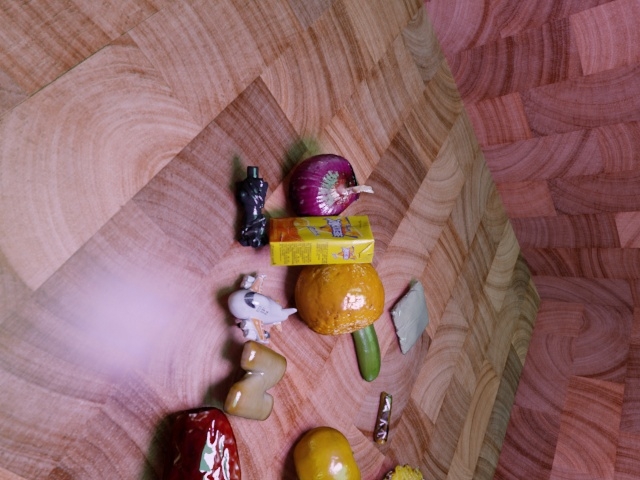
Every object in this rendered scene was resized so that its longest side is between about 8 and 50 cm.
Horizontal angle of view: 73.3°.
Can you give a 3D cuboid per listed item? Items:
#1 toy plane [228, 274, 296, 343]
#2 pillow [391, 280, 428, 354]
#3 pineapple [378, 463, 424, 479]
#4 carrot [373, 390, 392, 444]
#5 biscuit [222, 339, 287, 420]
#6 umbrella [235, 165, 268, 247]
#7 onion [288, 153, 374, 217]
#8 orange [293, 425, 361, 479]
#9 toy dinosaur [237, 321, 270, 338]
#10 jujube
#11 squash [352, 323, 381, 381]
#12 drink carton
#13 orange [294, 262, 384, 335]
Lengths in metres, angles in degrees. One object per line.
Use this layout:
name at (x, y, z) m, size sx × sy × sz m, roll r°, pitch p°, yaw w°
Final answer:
toy plane at (-0.198, 0.224, 1.430) m, size 0.245 × 0.117 × 0.244 m, roll 35°, pitch 41°, yaw -38°
pillow at (0.453, 0.387, 2.174) m, size 0.274 × 0.076 × 0.280 m, roll -40°, pitch 122°, yaw -37°
pineapple at (0.307, 1.187, 1.968) m, size 0.286 × 0.209 × 0.344 m, roll 33°, pitch 37°, yaw -12°
carrot at (0.294, 0.825, 2.005) m, size 0.069 × 0.069 × 0.228 m, roll 27°, pitch 68°, yaw -43°
biscuit at (-0.206, 0.473, 1.434) m, size 0.290 × 0.062 × 0.236 m, roll 55°, pitch 48°, yaw -56°
umbrella at (-0.230, -0.113, 1.442) m, size 0.110 × 0.122 × 0.272 m, roll -6°, pitch 102°, yaw -24°
onion at (-0.005, -0.186, 1.605) m, size 0.230 × 0.272 × 0.256 m, roll -24°, pitch 77°, yaw -30°
orange at (0.018, 0.833, 1.579) m, size 0.235 × 0.279 × 0.279 m, roll -22°, pitch 108°, yaw -10°
toy dinosaur at (-0.230, 0.310, 1.476) m, size 0.154 × 0.055 × 0.049 m, roll 34°, pitch 69°, yaw -43°
jujube at (-0.344, 0.655, 1.242) m, size 0.223 × 0.223 × 0.317 m, roll 6°, pitch 75°, yaw -46°
squash at (0.199, 0.442, 1.885) m, size 0.107 × 0.107 × 0.395 m, roll -23°, pitch 105°, yaw -44°
drink carton at (0.000, 0.000, 1.498) m, size 0.154 × 0.351 × 0.111 m, roll -97°, pitch -172°, yaw -51°
orange at (0.068, 0.192, 1.601) m, size 0.341 × 0.341 × 0.293 m, roll 14°, pitch 53°, yaw -45°
